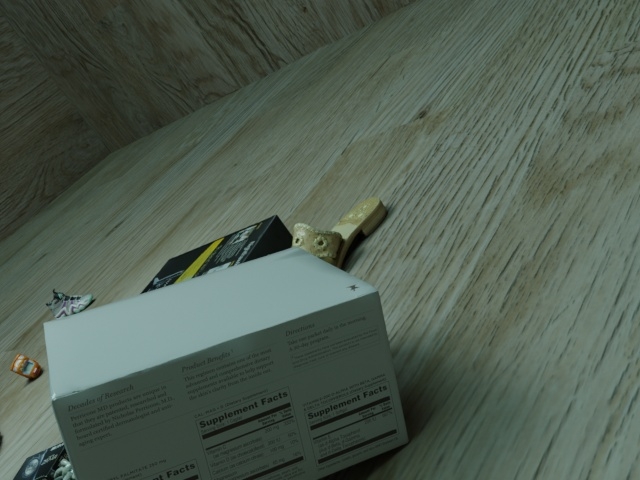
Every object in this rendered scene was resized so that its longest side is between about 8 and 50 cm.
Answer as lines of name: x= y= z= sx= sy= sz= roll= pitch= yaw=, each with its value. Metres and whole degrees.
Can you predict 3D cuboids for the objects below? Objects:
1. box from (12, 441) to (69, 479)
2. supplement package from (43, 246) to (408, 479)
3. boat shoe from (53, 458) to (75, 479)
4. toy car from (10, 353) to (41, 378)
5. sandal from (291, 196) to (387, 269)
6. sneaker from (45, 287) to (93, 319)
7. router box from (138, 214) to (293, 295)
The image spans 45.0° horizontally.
box: x=-0.369 y=0.304 z=1.018 sx=0.083 sy=0.018 sz=0.067 roll=-26 pitch=22 yaw=23
supplement package: x=-0.092 y=0.123 z=0.685 sx=0.262 sy=0.145 sz=0.204 roll=-16 pitch=15 yaw=-18
boat shoe: x=-0.225 y=0.264 z=0.754 sx=0.306 sy=0.105 sz=0.113 roll=-46 pitch=23 yaw=-28
toy car: x=-0.513 y=0.206 z=1.424 sx=0.041 sy=0.060 sz=0.122 roll=15 pitch=52 yaw=23
sandal: x=-0.004 y=0.001 z=1.044 sx=0.088 sy=0.079 sz=0.240 roll=-8 pitch=33 yaw=51
sneaker: x=-0.530 y=0.123 z=1.612 sx=0.098 sy=0.069 sz=0.038 roll=-31 pitch=21 yaw=11
router box: x=-0.185 y=0.110 z=1.078 sx=0.243 sy=0.081 sz=0.309 roll=-20 pitch=24 yaw=35
